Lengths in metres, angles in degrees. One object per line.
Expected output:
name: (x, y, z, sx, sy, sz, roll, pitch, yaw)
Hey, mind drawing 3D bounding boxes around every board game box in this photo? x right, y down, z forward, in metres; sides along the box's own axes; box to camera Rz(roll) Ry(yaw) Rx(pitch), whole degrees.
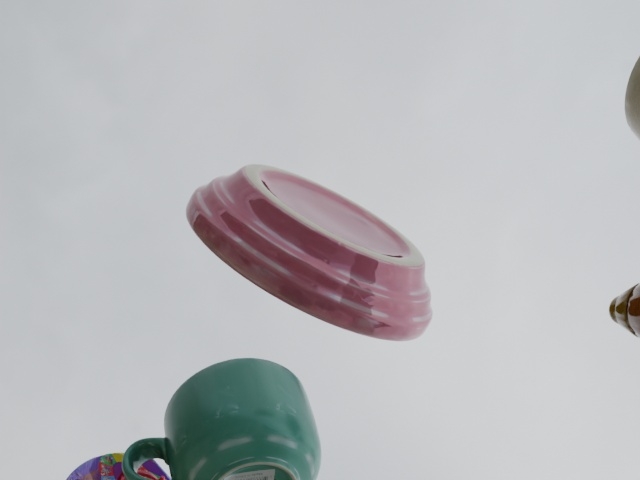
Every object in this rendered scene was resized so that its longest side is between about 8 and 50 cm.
board game box: (-0.180, 0.277, 0.957, 0.169, 0.133, 0.033, 45, -57, 18)

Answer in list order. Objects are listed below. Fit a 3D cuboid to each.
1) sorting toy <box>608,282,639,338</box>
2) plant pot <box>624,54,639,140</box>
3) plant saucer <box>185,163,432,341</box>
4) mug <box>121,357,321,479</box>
sorting toy: (0.371, 0.138, 0.810, 0.365, 0.127, 0.126, 44, -22, -20)
plant pot: (0.432, -0.111, 0.872, 0.274, 0.256, 0.256, 39, -49, 47)
plant saucer: (0.000, 0.000, 1.151, 0.332, 0.332, 0.084, 32, -76, 17)
mug: (-0.074, 0.189, 0.803, 0.158, 0.097, 0.129, -43, -57, 14)
